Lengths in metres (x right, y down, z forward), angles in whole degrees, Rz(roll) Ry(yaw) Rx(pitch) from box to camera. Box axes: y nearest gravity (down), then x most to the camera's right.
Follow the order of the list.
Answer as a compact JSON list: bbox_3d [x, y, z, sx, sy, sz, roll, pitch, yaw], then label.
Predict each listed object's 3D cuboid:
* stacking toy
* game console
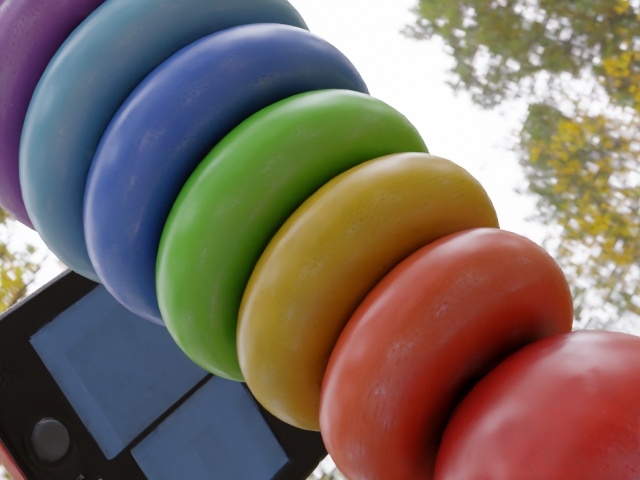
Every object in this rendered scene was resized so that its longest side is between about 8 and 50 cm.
[{"bbox_3d":[0.000,0.000,0.402,0.141,0.330,0.141,-28,-42,-28],"label":"stacking toy"},{"bbox_3d":[-0.155,0.163,1.279,0.342,0.060,0.386,56,-137,-6],"label":"game console"}]
